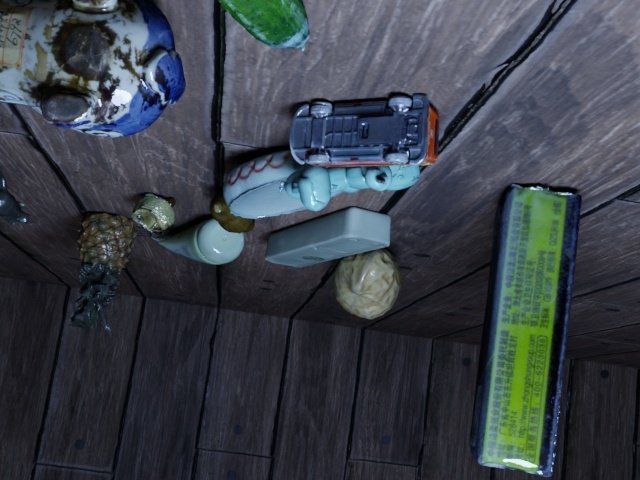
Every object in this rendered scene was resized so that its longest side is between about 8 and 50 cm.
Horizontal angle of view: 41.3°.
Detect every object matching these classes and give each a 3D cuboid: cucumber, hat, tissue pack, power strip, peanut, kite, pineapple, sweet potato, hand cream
[{"bbox_3d":[-0.058,-0.207,0.689,0.056,0.056,0.250,2,166,24],"label":"cucumber"},{"bbox_3d":[-0.303,-0.055,1.566,0.076,0.059,0.077,32,153,-26],"label":"hat"},{"bbox_3d":[0.307,0.142,1.285,0.124,0.394,0.288,7,169,11],"label":"tissue pack"},{"bbox_3d":[0.000,0.000,1.623,0.091,0.062,0.385,13,167,-26],"label":"power strip"},{"bbox_3d":[0.098,0.081,1.716,0.140,0.153,0.325,37,173,7],"label":"peanut"},{"bbox_3d":[-0.378,-0.014,1.916,0.245,0.015,0.141,7,166,-3],"label":"kite"},{"bbox_3d":[-0.466,0.067,1.786,0.128,0.248,0.128,7,165,2],"label":"pineapple"},{"bbox_3d":[-0.154,-0.044,1.513,0.067,0.067,0.274,6,173,6],"label":"sweet potato"},{"bbox_3d":[-0.239,0.013,1.766,0.147,0.093,0.306,14,169,-20],"label":"hand cream"}]

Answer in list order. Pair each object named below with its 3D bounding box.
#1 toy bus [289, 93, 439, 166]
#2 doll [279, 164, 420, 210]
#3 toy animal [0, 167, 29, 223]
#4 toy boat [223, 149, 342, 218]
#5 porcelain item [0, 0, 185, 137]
[{"bbox_3d":[0.053,-0.121,0.985,0.174,0.079,0.077,1,176,30],"label":"toy bus"},{"bbox_3d":[0.030,-0.081,1.091,0.159,0.059,0.158,-2,-166,32],"label":"doll"},{"bbox_3d":[-0.633,-0.083,1.497,0.245,0.115,0.146,13,168,-25],"label":"toy animal"},{"bbox_3d":[-0.056,-0.093,1.232,0.207,0.079,0.134,-18,162,41],"label":"toy boat"},{"bbox_3d":[-0.269,-0.172,0.808,0.287,0.138,0.186,8,179,3],"label":"porcelain item"}]
